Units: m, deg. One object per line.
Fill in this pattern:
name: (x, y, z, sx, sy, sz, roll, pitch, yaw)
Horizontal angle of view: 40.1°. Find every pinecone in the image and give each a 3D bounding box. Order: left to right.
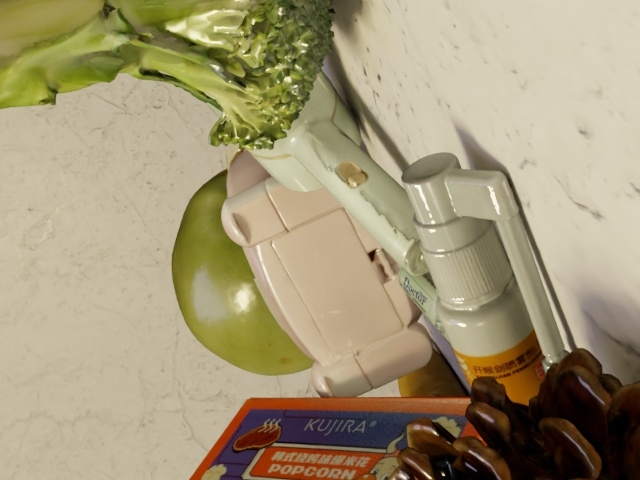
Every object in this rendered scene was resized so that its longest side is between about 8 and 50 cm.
pinecone: (0.097, 0.167, 0.425, 0.185, 0.212, 0.169, 48, 171, 32)

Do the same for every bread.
bread: (0.191, 0.276, 1.212, 0.142, 0.091, 0.305, 57, -178, -35)

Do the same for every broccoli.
broccoli: (-0.149, -0.136, 0.611, 0.252, 0.361, 0.221, 44, 158, 5)

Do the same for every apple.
apple: (-0.087, 0.042, 1.470, 0.357, 0.357, 0.357, 62, 178, 4)

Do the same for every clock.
clock: (0.000, 0.000, 1.110, 0.326, 0.184, 0.342, -112, 0, -70)

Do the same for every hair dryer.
hair dryer: (0.032, -0.057, 0.769, 0.357, 0.107, 0.173, 46, -179, 35)

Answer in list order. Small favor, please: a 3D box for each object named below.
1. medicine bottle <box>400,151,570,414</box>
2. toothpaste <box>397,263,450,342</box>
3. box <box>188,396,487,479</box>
medicine bottle: (0.117, 0.047, 0.556, 0.092, 0.061, 0.221, 14, 138, 53)
toothpaste: (0.128, 0.074, 0.835, 0.218, 0.041, 0.064, 53, 166, 50)
box: (0.057, 0.362, 0.947, 0.348, 0.257, 0.319, -8, 120, 39)
